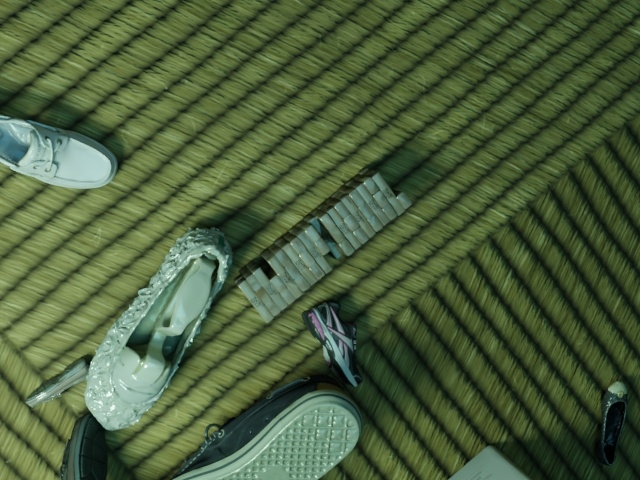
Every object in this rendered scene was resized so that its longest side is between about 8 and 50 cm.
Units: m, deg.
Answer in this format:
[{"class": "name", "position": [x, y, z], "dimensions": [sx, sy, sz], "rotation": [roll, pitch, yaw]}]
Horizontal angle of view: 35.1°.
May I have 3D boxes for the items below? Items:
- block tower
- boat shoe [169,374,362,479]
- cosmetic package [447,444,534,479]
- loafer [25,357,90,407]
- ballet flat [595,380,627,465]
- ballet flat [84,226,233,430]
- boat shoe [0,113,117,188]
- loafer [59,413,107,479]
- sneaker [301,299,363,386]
[{"class": "block tower", "position": [0.000, 0.000, 1.824], "dimensions": [0.335, 0.091, 0.097], "rotation": [-38, 105, -6]}, {"class": "boat shoe", "position": [-0.138, 0.415, 1.826], "dimensions": [0.500, 0.156, 0.187], "rotation": [-39, 110, 11]}, {"class": "cosmetic package", "position": [0.347, 0.644, 1.839], "dimensions": [0.329, 0.393, 0.327], "rotation": [-39, 104, -5]}, {"class": "loafer", "position": [-0.458, 0.259, 1.785], "dimensions": [0.125, 0.045, 0.039], "rotation": [-36, 111, -8]}, {"class": "ballet flat", "position": [0.591, 0.367, 2.031], "dimensions": [0.057, 0.049, 0.173], "rotation": [6, 97, -14]}, {"class": "ballet flat", "position": [-0.282, 0.158, 1.759], "dimensions": [0.147, 0.147, 0.409], "rotation": [29, 91, -15]}, {"class": "boat shoe", "position": [-0.477, -0.149, 1.692], "dimensions": [0.277, 0.096, 0.098], "rotation": [16, 94, -15]}, {"class": "loafer", "position": [-0.423, 0.428, 1.739], "dimensions": [0.084, 0.268, 0.096], "rotation": [-16, 145, 13]}, {"class": "sneaker", "position": [0.042, 0.189, 1.875], "dimensions": [0.077, 0.072, 0.178], "rotation": [-33, 110, -17]}]
